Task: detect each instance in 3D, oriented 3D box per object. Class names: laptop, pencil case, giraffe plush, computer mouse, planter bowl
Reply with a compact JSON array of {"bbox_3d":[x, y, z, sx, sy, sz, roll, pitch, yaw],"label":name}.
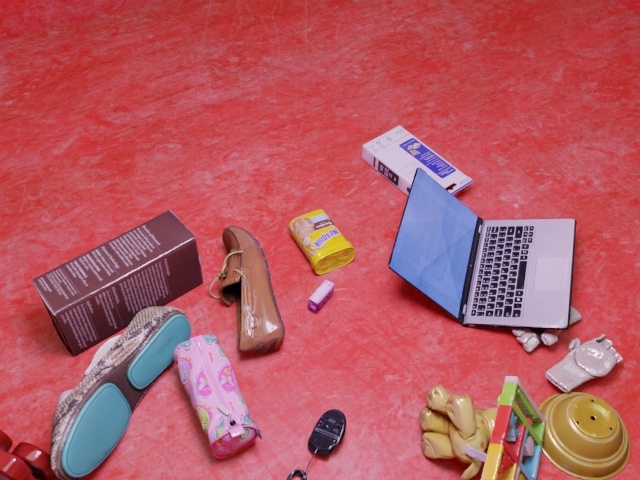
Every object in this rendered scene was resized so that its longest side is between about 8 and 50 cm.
[{"bbox_3d":[0.436,0.007,1.784,0.408,0.236,0.381,0,46,25],"label":"laptop"},{"bbox_3d":[-0.239,0.349,1.556,0.124,0.124,0.284,-19,51,-17],"label":"pencil case"},{"bbox_3d":[0.343,0.411,1.505,0.171,0.181,0.210,-4,24,-35],"label":"giraffe plush"},{"bbox_3d":[-0.011,0.481,1.508,0.071,0.041,0.242,19,57,25],"label":"computer mouse"},{"bbox_3d":[0.602,0.418,1.541,0.217,0.090,0.217,0,49,0],"label":"planter bowl"}]

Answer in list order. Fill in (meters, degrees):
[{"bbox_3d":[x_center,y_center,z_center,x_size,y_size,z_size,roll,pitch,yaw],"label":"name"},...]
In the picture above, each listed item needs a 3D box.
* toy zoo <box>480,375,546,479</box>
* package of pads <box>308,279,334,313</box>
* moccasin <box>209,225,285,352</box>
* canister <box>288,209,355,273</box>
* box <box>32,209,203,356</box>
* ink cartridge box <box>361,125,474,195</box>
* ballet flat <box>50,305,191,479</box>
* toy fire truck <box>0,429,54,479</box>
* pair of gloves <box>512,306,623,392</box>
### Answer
[{"bbox_3d":[0.404,0.460,1.430,0.030,0.192,0.293,-6,45,38],"label":"toy zoo"},{"bbox_3d":[0.002,0.146,1.784,0.032,0.050,0.083,29,54,22],"label":"package of pads"},{"bbox_3d":[-0.205,0.120,1.757,0.147,0.139,0.379,-6,58,-18],"label":"moccasin"},{"bbox_3d":[0.000,0.000,1.898,0.126,0.073,0.170,-21,51,-19],"label":"canister"},{"bbox_3d":[-0.496,0.102,1.717,0.382,0.191,0.143,-29,56,-24],"label":"box"},{"bbox_3d":[0.294,-0.219,2.102,0.165,0.065,0.333,-30,55,-25],"label":"ink cartridge box"},{"bbox_3d":[-0.483,0.332,1.564,0.182,0.164,0.482,2,39,29],"label":"ballet flat"},{"bbox_3d":[-0.692,0.442,1.372,0.302,0.253,0.169,19,51,14],"label":"toy fire truck"},{"bbox_3d":[0.609,0.252,1.696,0.204,0.042,0.240,-19,45,-18],"label":"pair of gloves"}]
